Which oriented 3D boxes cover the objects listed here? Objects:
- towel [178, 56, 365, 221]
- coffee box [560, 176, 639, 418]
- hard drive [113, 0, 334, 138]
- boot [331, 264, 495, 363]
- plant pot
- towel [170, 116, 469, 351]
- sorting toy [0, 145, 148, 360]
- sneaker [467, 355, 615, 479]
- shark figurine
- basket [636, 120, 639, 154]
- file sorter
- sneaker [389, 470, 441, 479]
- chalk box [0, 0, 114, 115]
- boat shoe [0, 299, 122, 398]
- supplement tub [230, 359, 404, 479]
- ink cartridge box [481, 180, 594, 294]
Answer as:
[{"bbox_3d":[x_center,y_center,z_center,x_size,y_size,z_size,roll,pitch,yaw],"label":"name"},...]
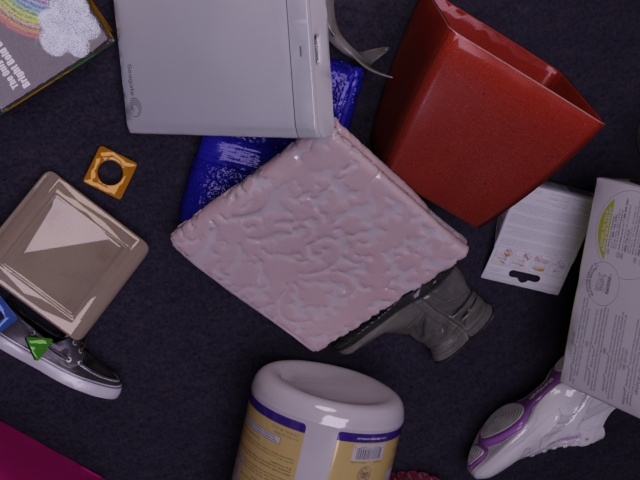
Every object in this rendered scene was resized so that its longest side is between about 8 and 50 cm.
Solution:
[{"bbox_3d":[-0.071,-0.141,1.821,0.227,0.076,0.308,13,99,-13],"label":"towel"},{"bbox_3d":[0.616,0.096,1.818,0.337,0.334,0.338,0,103,-35],"label":"coffee box"},{"bbox_3d":[-0.142,-0.262,1.673,0.047,0.353,0.233,-19,110,-50],"label":"hard drive"},{"bbox_3d":[0.153,0.143,1.923,0.246,0.083,0.161,-37,111,0],"label":"boot"},{"bbox_3d":[0.216,-0.182,1.785,0.267,0.267,0.236,29,110,-15],"label":"plant pot"},{"bbox_3d":[0.000,0.000,1.775,0.332,0.053,0.317,-34,122,29],"label":"towel"},{"bbox_3d":[-0.383,0.022,1.796,0.196,0.047,0.348,39,76,-12],"label":"sorting toy"},{"bbox_3d":[0.381,0.309,1.977,0.305,0.114,0.152,-38,105,-1],"label":"sneaker"},{"bbox_3d":[0.020,-0.370,1.773,0.166,0.116,0.278,-9,101,-7],"label":"shark figurine"},{"bbox_3d":[0.624,-0.173,1.864,0.204,0.227,0.154,-43,105,1],"label":"basket"},{"bbox_3d":[-0.495,0.400,1.795,0.290,0.202,0.182,33,97,-15],"label":"file sorter"},{"bbox_3d":[0.125,0.425,1.983,0.170,0.063,0.075,-1,102,-5],"label":"sneaker"},{"bbox_3d":[-0.453,-0.279,1.671,0.289,0.179,0.180,-32,106,-2],"label":"chalk box"},{"bbox_3d":[-0.395,0.161,1.829,0.228,0.080,0.076,30,97,-7],"label":"boat shoe"},{"bbox_3d":[-0.018,0.374,1.853,0.241,0.241,0.331,11,100,-12],"label":"supplement tub"},{"bbox_3d":[0.352,-0.009,1.955,0.145,0.045,0.179,13,117,-13],"label":"ink cartridge box"}]
